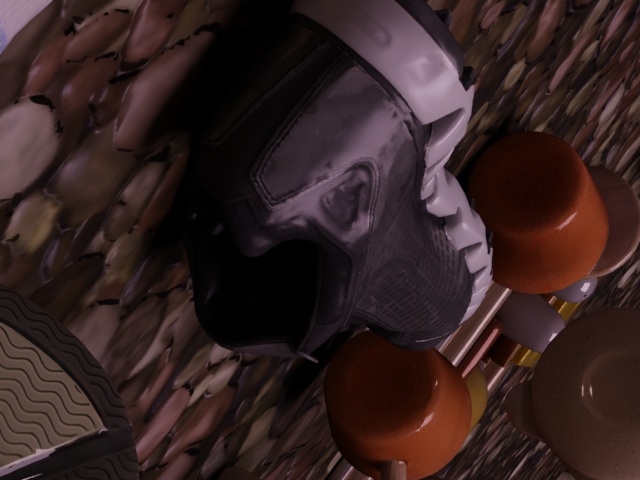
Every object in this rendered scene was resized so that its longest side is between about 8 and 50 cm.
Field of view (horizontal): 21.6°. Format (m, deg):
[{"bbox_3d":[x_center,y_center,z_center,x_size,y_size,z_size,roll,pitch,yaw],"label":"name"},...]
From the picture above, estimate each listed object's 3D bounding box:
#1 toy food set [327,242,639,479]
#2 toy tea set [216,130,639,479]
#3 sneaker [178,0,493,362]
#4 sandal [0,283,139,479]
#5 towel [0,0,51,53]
[{"bbox_3d":[0.124,0.107,1.128,0.306,0.092,0.220,-53,164,5],"label":"toy food set"},{"bbox_3d":[0.083,0.112,0.835,0.336,0.200,0.124,-55,157,-12],"label":"toy tea set"},{"bbox_3d":[0.000,0.000,0.571,0.106,0.078,0.234,-46,160,-12],"label":"sneaker"},{"bbox_3d":[-0.165,0.120,0.335,0.303,0.120,0.086,-47,-168,-12],"label":"sandal"},{"bbox_3d":[-0.103,-0.051,0.230,0.285,0.034,0.209,-46,163,-23],"label":"towel"}]
